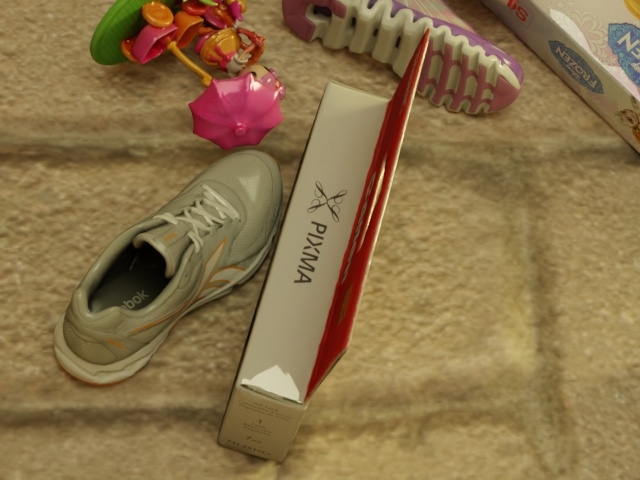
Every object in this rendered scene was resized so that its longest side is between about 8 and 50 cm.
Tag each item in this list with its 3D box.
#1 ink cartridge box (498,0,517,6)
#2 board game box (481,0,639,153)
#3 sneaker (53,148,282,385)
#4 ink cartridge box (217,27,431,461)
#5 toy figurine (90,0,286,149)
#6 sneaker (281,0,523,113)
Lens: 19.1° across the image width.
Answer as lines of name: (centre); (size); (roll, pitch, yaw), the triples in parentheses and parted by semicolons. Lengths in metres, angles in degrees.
ink cartridge box: (0.219, -0.356, 1.735); (0.100, 0.172, 0.237); (36, 64, 8)
board game box: (0.324, -0.275, 1.851); (0.319, 0.066, 0.318); (45, 65, 11)
sneaker: (-0.116, 0.008, 1.601); (0.099, 0.121, 0.262); (37, 63, 8)
ink cartridge box: (0.000, 0.000, 1.548); (0.066, 0.261, 0.296); (17, 62, -3)
toy figurine: (-0.090, -0.154, 1.688); (0.159, 0.130, 0.173); (49, 41, 13)
sneaker: (0.087, -0.206, 1.764); (0.236, 0.095, 0.104); (28, 55, 4)
